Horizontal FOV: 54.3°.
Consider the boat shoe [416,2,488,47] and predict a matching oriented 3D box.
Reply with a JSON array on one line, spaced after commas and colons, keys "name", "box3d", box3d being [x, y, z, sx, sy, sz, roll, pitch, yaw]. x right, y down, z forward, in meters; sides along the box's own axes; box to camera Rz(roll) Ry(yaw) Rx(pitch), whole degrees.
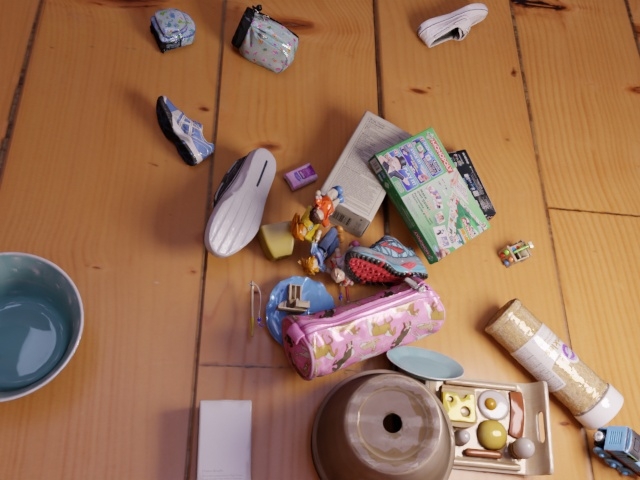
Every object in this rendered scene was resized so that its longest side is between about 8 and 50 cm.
[{"name": "boat shoe", "box3d": [0.437, -0.685, 2.016, 0.258, 0.095, 0.084, -24, 77, -11]}]

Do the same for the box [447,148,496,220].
[{"name": "box", "box3d": [0.372, -0.142, 1.767, 0.175, 0.051, 0.220, -14, 70, -19]}]

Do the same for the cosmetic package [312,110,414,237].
[{"name": "cosmetic package", "box3d": [0.116, -0.182, 1.693, 0.160, 0.113, 0.309, 30, 62, 1]}]

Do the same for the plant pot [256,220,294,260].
[{"name": "plant pot", "box3d": [-0.109, 0.005, 1.577, 0.081, 0.081, 0.083, -11, 80, -18]}]

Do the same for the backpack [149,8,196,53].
[{"name": "backpack", "box3d": [-0.415, -0.603, 1.778, 0.114, 0.084, 0.105, -21, 74, -23]}]

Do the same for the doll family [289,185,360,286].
[{"name": "doll family", "box3d": [0.000, 0.000, 1.549, 0.163, 0.118, 0.263, -48, 125, -47]}]

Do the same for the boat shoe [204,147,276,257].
[{"name": "boat shoe", "box3d": [-0.213, -0.088, 1.579, 0.121, 0.119, 0.335, 45, 50, -28]}]

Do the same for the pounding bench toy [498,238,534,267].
[{"name": "pounding bench toy", "box3d": [0.536, 0.032, 1.708, 0.065, 0.083, 0.052, -20, 72, -21]}]

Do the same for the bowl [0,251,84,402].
[{"name": "bowl", "box3d": [-0.652, 0.198, 1.315, 0.311, 0.163, 0.311, 5, 64, -11]}]

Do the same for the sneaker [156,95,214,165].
[{"name": "sneaker", "box3d": [-0.364, -0.296, 1.660, 0.081, 0.080, 0.211, -31, 86, -30]}]

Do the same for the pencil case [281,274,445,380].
[{"name": "pencil case", "box3d": [0.098, 0.201, 1.467, 0.386, 0.160, 0.167, -17, 103, -23]}]

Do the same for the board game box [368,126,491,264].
[{"name": "board game box", "box3d": [0.291, -0.122, 1.649, 0.213, 0.046, 0.317, -28, 87, -30]}]

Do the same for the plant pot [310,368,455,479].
[{"name": "plant pot", "box3d": [0.136, 0.403, 1.306, 0.323, 0.280, 0.323, -1, 63, 1]}]

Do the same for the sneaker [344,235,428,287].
[{"name": "sneaker", "box3d": [0.153, 0.046, 1.586, 0.262, 0.104, 0.125, 16, 47, -39]}]

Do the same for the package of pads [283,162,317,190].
[{"name": "package of pads", "box3d": [-0.053, -0.171, 1.693, 0.083, 0.032, 0.050, -27, 77, -22]}]

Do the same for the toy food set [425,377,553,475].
[{"name": "toy food set", "box3d": [0.393, 0.429, 1.482, 0.306, 0.092, 0.219, 7, 65, -5]}]

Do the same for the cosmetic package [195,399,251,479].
[{"name": "cosmetic package", "box3d": [-0.208, 0.465, 1.341, 0.117, 0.085, 0.231, 4, 63, -11]}]

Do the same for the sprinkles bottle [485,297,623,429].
[{"name": "sprinkles bottle", "box3d": [0.583, 0.308, 1.573, 0.355, 0.121, 0.121, 44, 64, 9]}]

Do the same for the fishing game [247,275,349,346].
[{"name": "fishing game", "box3d": [-0.048, 0.181, 1.532, 0.264, 0.041, 0.189, -1, 74, -20]}]

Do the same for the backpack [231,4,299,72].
[{"name": "backpack", "box3d": [-0.157, -0.571, 1.801, 0.182, 0.152, 0.115, 26, 68, -14]}]

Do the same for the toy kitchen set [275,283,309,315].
[{"name": "toy kitchen set", "box3d": [-0.069, 0.131, 1.474, 0.068, 0.083, 0.075, 8, 68, -17]}]

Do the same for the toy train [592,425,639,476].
[{"name": "toy train", "box3d": [0.741, 0.512, 1.507, 0.184, 0.105, 0.080, 37, 61, -20]}]

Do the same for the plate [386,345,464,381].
[{"name": "plate", "box3d": [0.248, 0.298, 1.488, 0.188, 0.188, 0.024, 9, 101, -9]}]
